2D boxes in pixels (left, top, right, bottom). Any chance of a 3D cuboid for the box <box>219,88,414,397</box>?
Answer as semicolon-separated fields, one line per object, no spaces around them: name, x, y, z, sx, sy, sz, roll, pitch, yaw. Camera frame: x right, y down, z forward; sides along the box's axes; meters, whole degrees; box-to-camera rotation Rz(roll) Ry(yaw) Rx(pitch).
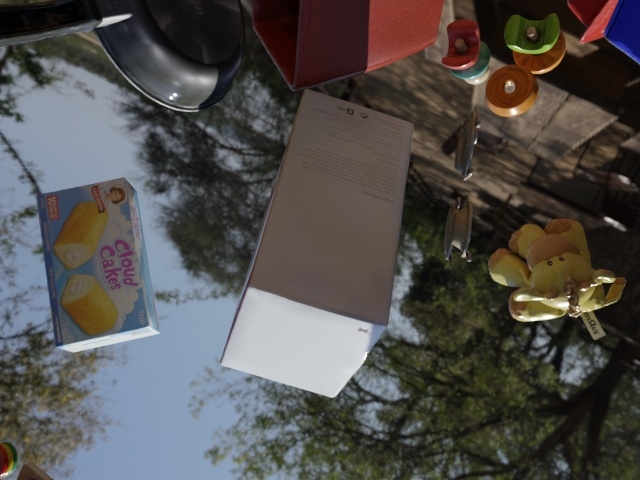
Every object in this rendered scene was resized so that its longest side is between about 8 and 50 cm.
box;0.000;0.000;0.926;0.168;0.215;0.345;17;-128;-6

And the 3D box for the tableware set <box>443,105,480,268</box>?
tableware set;0.147;-0.051;0.692;0.020;0.168;0.141;7;-174;6

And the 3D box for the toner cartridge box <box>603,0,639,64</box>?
toner cartridge box;0.337;-0.102;0.384;0.075;0.165;0.347;-19;-126;-21

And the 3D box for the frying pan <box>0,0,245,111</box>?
frying pan;-0.172;-0.222;0.577;0.053;0.197;0.326;-11;172;33

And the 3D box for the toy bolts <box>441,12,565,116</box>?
toy bolts;0.365;-0.340;1.370;0.229;0.218;0.158;12;175;29

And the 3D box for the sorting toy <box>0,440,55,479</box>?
sorting toy;-0.345;0.371;0.822;0.275;0.132;0.046;27;-175;22

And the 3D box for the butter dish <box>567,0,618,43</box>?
butter dish;0.411;-0.379;0.964;0.160;0.160;0.118;-25;-116;-43

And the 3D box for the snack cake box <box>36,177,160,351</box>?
snack cake box;-0.372;0.041;1.137;0.152;0.264;0.089;-13;165;-3

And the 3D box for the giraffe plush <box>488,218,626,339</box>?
giraffe plush;0.355;0.056;1.020;0.210;0.181;0.170;49;-169;23

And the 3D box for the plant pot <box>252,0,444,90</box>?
plant pot;0.046;-0.400;0.996;0.236;0.267;0.267;-6;-141;-17
